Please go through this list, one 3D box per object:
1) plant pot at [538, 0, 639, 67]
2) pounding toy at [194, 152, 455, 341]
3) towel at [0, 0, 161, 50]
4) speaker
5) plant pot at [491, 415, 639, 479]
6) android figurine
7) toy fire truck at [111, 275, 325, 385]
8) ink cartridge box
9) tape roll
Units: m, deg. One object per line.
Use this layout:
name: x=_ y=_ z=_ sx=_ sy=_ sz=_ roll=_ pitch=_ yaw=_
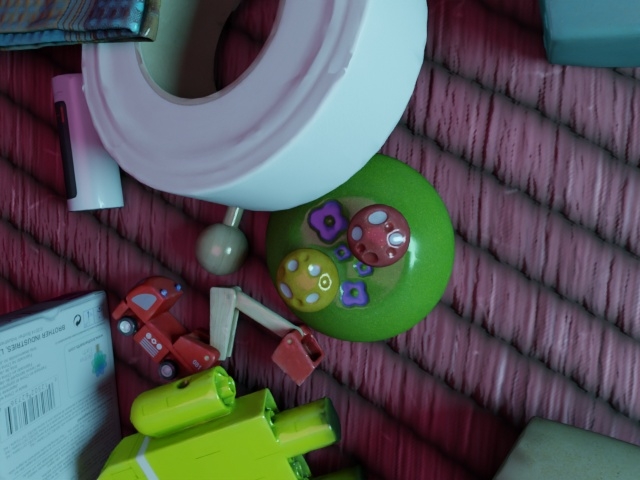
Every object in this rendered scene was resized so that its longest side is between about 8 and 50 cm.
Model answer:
plant pot: x=0.271 y=-0.209 z=0.373 sx=0.234 sy=0.165 sz=0.166 roll=-9 pitch=94 yaw=21
pounding toy: x=0.000 y=0.000 z=0.487 sx=0.236 sy=0.110 sz=0.183 roll=26 pitch=101 yaw=10
towel: x=-0.260 y=-0.307 z=0.490 sx=0.370 sy=0.040 sz=0.272 roll=12 pitch=96 yaw=33
speaker: x=-0.238 y=-0.099 z=0.566 sx=0.055 sy=0.055 sz=0.136 roll=-4 pitch=95 yaw=14
plant pot: x=0.248 y=0.266 z=0.402 sx=0.274 sy=0.256 sz=0.257 roll=32 pitch=103 yaw=25
android figurine: x=-0.096 y=0.243 z=0.532 sx=0.272 sy=0.056 sz=0.248 roll=-22 pitch=108 yaw=10
toy fire truck: x=-0.105 y=0.093 z=0.556 sx=0.192 sy=0.047 sz=0.135 roll=45 pitch=104 yaw=7
ink cartridge box: x=-0.268 y=0.220 z=0.539 sx=0.065 sy=0.186 sz=0.311 roll=-5 pitch=95 yaw=12
tape roll: x=-0.064 y=-0.170 z=0.447 sx=0.286 sy=0.100 sz=0.287 roll=-3 pitch=84 yaw=30
